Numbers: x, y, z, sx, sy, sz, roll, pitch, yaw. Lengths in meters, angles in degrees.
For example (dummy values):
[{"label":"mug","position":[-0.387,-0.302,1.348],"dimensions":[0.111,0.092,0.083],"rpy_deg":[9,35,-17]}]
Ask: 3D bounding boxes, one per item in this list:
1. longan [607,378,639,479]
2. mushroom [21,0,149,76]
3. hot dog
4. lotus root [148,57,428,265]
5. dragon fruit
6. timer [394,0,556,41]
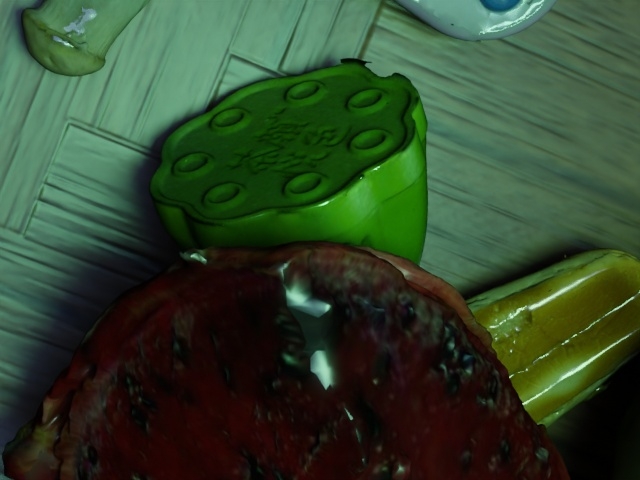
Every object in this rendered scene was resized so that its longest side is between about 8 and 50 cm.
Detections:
[{"label":"longan","position":[0.359,0.219,0.994],"dimensions":[0.404,0.404,0.435],"rpy_deg":[15,94,-13]},{"label":"mushroom","position":[-0.129,-0.237,0.992],"dimensions":[0.118,0.103,0.270],"rpy_deg":[-1,103,-12]},{"label":"hot dog","position":[0.125,0.086,1.098],"dimensions":[0.270,0.072,0.109],"rpy_deg":[-28,103,-5]},{"label":"lotus root","position":[0.000,0.000,1.026],"dimensions":[0.186,0.186,0.186],"rpy_deg":[-1,97,-11]},{"label":"dragon fruit","position":[-0.031,0.103,0.978],"dimensions":[0.228,0.329,0.286],"rpy_deg":[-33,109,-43]},{"label":"timer","position":[0.103,-0.248,1.043],"dimensions":[0.191,0.069,0.208],"rpy_deg":[34,101,-15]}]
